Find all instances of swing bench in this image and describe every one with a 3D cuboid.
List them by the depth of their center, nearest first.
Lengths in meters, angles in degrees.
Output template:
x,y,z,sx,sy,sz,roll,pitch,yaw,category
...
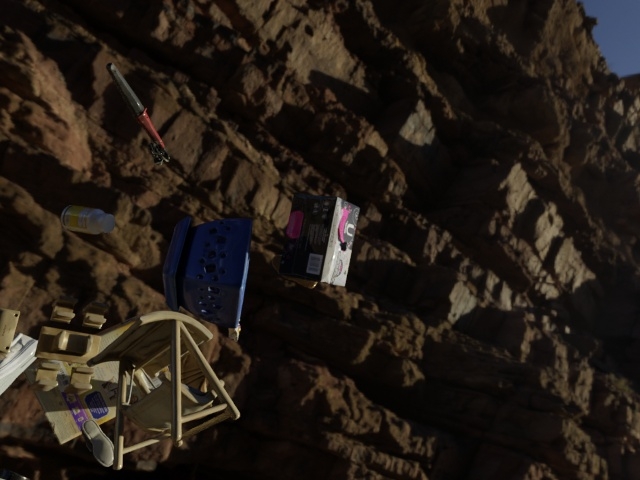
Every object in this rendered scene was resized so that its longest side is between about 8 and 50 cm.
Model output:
x,y,z,sx,sy,sz,roll,pitch,yaw,category
-0.340,0.307,1.055,0.253,0.254,0.165,-35,-21,35,swing bench

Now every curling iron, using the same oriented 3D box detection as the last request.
x,y,z,sx,sy,sz,roll,pitch,yaw,category
-0.404,-0.277,1.122,0.035,0.068,0.273,-20,-41,-5,curling iron

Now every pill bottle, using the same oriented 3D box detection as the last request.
x,y,z,sx,sy,sz,roll,pitch,yaw,category
-0.573,-0.049,1.232,0.117,0.065,0.065,9,-27,14,pill bottle

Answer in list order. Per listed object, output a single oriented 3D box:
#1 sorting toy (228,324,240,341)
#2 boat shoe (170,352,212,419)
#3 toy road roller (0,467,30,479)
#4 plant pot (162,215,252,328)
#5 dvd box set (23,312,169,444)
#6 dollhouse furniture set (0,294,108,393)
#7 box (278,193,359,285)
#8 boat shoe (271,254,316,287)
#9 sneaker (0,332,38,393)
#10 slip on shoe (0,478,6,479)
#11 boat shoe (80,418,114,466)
x,y,z,sx,sy,sz,roll,pitch,yaw,category
-0.309,0.324,1.794,0.045,0.083,0.075,-6,24,-14,sorting toy
-0.474,0.500,1.788,0.122,0.110,0.340,-15,-53,-20,boat shoe
-0.926,0.872,1.554,0.241,0.202,0.329,23,-37,-4,toy road roller
-0.311,0.082,1.379,0.212,0.235,0.235,9,-38,-7,plant pot
-0.778,0.485,1.782,0.062,0.421,0.307,9,-59,62,dvd box set
-0.673,0.254,1.209,0.242,0.212,0.161,20,-34,-35,dollhouse furniture set
0.000,0.000,1.480,0.164,0.247,0.142,8,-5,34,box
-0.090,0.102,1.652,0.170,0.063,0.059,35,0,-14,boat shoe
-0.885,0.354,1.360,0.091,0.258,0.094,29,-62,-1,sneaker
-0.472,0.510,0.843,0.331,0.123,0.101,34,-73,-18,slip on shoe
-0.544,0.495,1.212,0.125,0.046,0.038,50,-44,10,boat shoe
